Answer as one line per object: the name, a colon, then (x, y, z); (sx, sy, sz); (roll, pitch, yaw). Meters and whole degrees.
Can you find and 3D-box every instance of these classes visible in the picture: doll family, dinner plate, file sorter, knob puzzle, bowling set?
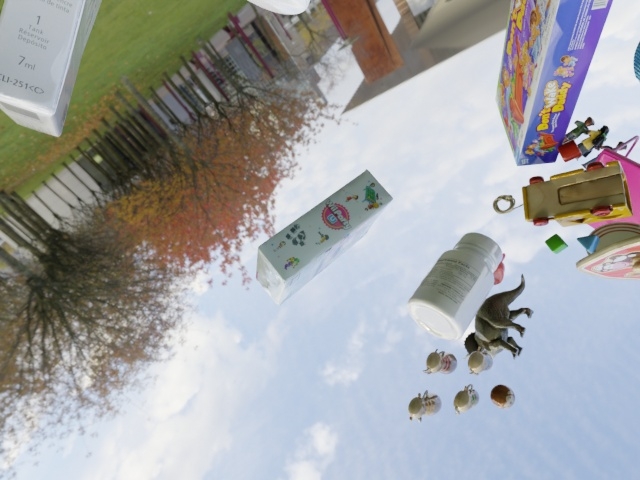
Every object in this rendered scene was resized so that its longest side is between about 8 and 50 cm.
doll family: (0.749, -0.263, 1.110); (0.111, 0.193, 0.076); (-44, -136, 30)
dinner plate: (0.629, 0.018, 0.837); (0.141, 0.017, 0.141); (-13, -134, 13)
file sorter: (0.827, -0.098, 0.992); (0.182, 0.202, 0.290); (-27, -127, -23)
knob puzzle: (0.460, 0.030, 0.548); (0.213, 0.213, 0.030); (-17, -120, 37)
bowling set: (0.344, 0.313, 0.944); (0.200, 0.154, 0.287); (13, -96, 36)

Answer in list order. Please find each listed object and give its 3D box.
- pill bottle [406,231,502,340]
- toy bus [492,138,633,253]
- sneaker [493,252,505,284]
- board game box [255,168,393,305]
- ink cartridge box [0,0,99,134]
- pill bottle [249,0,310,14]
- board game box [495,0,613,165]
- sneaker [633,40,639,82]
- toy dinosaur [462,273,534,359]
pill bottle: (0.302, 0.094, 0.894); (0.229, 0.131, 0.131); (-47, -153, -24)
toy bus: (0.485, -0.075, 0.788); (0.191, 0.104, 0.202); (-55, -134, 17)
sneaker: (0.468, 0.059, 1.124); (0.128, 0.087, 0.221); (-58, 168, -15)
board game box: (0.000, 0.000, 0.926); (0.303, 0.097, 0.224); (-37, 170, -21)
ink cartridge box: (-0.330, -0.274, 0.513); (0.296, 0.066, 0.261); (15, -92, 57)
pill bottle: (-0.015, -0.352, 0.366); (0.136, 0.136, 0.245); (27, -82, 62)
board game box: (0.417, -0.349, 0.768); (0.078, 0.347, 0.233); (-4, -127, 11)
sneaker: (0.713, -0.437, 0.832); (0.092, 0.228, 0.087); (-11, -160, -44)
toy dinosaur: (0.504, 0.242, 1.165); (0.160, 0.313, 0.121); (18, -163, 37)
